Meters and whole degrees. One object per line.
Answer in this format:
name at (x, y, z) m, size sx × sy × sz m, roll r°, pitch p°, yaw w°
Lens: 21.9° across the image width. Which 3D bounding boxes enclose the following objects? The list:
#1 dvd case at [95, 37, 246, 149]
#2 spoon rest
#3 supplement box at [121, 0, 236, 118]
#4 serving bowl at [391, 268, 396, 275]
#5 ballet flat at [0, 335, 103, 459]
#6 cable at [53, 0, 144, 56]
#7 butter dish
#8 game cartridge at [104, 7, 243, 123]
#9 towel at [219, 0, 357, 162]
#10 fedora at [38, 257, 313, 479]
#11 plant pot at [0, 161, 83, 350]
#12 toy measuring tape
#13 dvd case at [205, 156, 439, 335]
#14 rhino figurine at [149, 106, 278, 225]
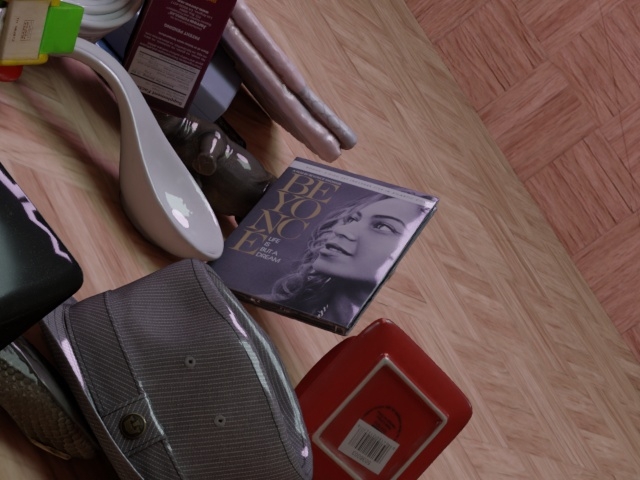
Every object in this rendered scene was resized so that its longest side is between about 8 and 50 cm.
dvd case at (-0.174, -0.161, 1.852) m, size 0.253 × 0.022 × 0.180 m, roll 48°, pitch 16°, yaw -18°
spoon rest at (-0.180, -0.090, 1.565) m, size 0.276 × 0.084 × 0.137 m, roll 48°, pitch 17°, yaw -16°
supplement box at (-0.135, -0.232, 1.660) m, size 0.080 × 0.188 × 0.104 m, roll 21°, pitch 31°, yaw -11°
serving bowl at (0.075, 0.010, 2.184) m, size 0.083 × 0.027 × 0.083 m, roll 48°, pitch 17°, yaw -20°
ballet flat at (-0.238, 0.075, 1.115) m, size 0.250 × 0.058 × 0.084 m, roll 49°, pitch -2°, yaw -35°
cable at (-0.287, -0.300, 1.617) m, size 0.257 × 0.089 × 0.257 m, roll 23°, pitch 45°, yaw -39°
butter dish at (0.034, 0.158, 1.575) m, size 0.160 × 0.160 × 0.118 m, roll 45°, pitch -6°, yaw -29°
game cartridge at (-0.204, -0.259, 1.839) m, size 0.294 × 0.060 × 0.196 m, roll 50°, pitch 12°, yaw -11°
towel at (-0.100, -0.248, 2.004) m, size 0.317 × 0.053 × 0.332 m, roll 50°, pitch -2°, yaw -20°
fedora at (-0.093, 0.111, 1.230) m, size 0.275 × 0.124 × 0.244 m, roll 60°, pitch 3°, yaw 21°
plant pot at (-0.280, 0.021, 0.891) m, size 0.187 × 0.188 × 0.167 m, roll 53°, pitch 29°, yaw -1°
toy measuring tape at (-0.300, -0.190, 1.372) m, size 0.121 × 0.121 × 0.330 m, roll 54°, pitch 16°, yaw 3°
dvd case at (0.000, 0.000, 1.640) m, size 0.164 × 0.018 × 0.221 m, roll 17°, pitch 41°, yaw 20°
rhino figurine at (-0.122, -0.084, 1.739) m, size 0.243 × 0.073 × 0.106 m, roll 44°, pitch 22°, yaw -18°
